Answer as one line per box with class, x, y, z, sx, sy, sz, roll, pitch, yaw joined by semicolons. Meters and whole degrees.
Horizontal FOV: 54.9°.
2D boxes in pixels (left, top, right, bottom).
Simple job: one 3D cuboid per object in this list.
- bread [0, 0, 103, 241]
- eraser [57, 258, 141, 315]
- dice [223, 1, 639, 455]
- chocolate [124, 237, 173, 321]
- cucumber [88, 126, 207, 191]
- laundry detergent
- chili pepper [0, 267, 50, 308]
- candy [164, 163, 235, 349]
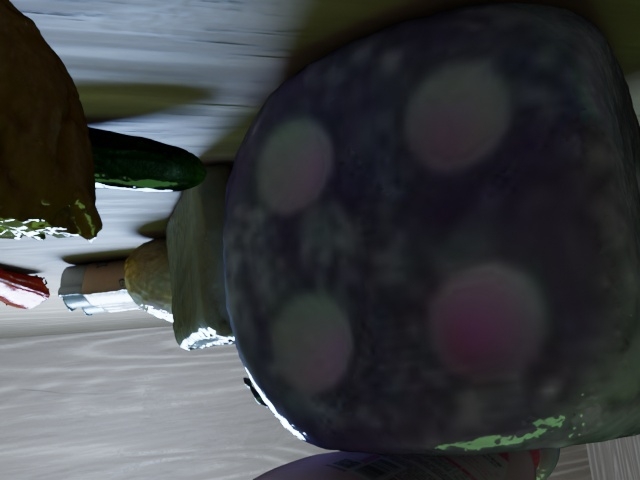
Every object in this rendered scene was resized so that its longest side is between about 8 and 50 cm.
bread;-0.221;-0.068;0.270;0.143;0.140;0.228;-10;168;35
eraser;-0.297;0.078;1.119;0.290;0.087;0.171;-6;164;2
dice;0.106;0.008;0.476;0.271;0.271;0.270;-12;168;33
chocolate;-0.153;0.087;0.964;0.309;0.134;0.134;17;162;-17
cucumber;-0.232;-0.068;0.489;0.284;0.056;0.056;4;166;-21
laundry detergent;0.093;0.197;0.497;0.158;0.088;0.335;9;-175;41
chili pepper;-0.544;0.076;1.066;0.088;0.065;0.169;-6;166;-2
candy;-0.108;0.034;0.751;0.135;0.180;0.320;-3;170;-22
